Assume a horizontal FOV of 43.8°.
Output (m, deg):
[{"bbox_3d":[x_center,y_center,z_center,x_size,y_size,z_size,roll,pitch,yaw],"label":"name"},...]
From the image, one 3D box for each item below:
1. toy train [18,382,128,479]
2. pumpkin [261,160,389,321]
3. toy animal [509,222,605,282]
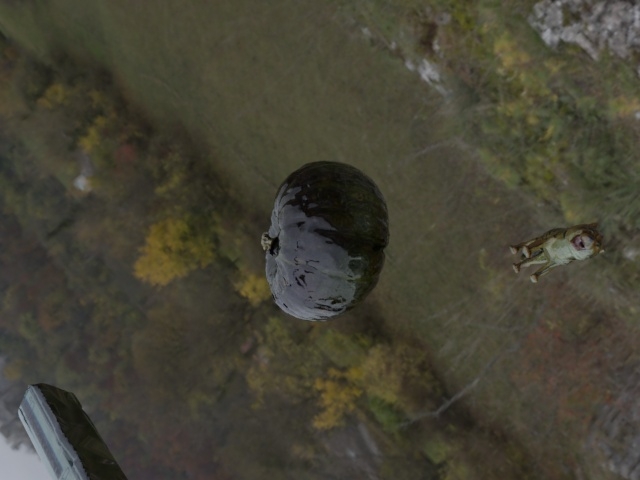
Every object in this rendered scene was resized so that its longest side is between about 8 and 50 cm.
[{"bbox_3d":[-0.224,0.217,0.745,0.055,0.048,0.252,30,-178,-41],"label":"toy train"},{"bbox_3d":[-0.002,-0.001,1.118,0.159,0.238,0.238,8,174,-20],"label":"pumpkin"},{"bbox_3d":[0.328,0.015,1.119,0.241,0.099,0.056,13,-125,-85],"label":"toy animal"}]
